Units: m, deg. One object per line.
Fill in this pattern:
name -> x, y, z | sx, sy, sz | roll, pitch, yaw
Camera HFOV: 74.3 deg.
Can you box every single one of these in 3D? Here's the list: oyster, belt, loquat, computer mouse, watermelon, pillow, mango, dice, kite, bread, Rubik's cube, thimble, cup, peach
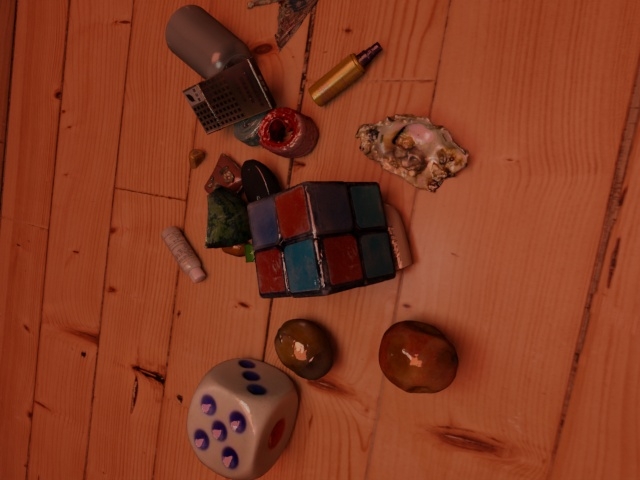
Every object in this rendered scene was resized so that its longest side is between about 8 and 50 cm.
oyster -> 0.281, -0.294, 1.306 | 0.355, 0.107, 0.201 | 30, 125, 12
belt -> -0.243, -0.432, 1.582 | 0.163, 0.082, 0.147 | -10, 76, 31
loquat -> -0.054, 0.371, 1.445 | 0.228, 0.179, 0.179 | 35, 107, 20
computer mouse -> -0.205, -0.172, 1.561 | 0.138, 0.086, 0.269 | -9, 102, 40
watermelon -> -0.338, -0.073, 1.504 | 0.180, 0.305, 0.224 | -38, 111, 9
pillow -> -0.377, -0.227, 1.659 | 0.171, 0.075, 0.179 | 43, 111, 20
mango -> -0.338, 0.026, 1.651 | 0.127, 0.063, 0.077 | 3, 100, 27
dice -> -0.275, 0.625, 1.511 | 0.305, 0.277, 0.303 | 16, 101, 26
kite -> -0.122, -0.897, 1.546 | 0.369, 0.014, 0.405 | 3, 92, 27
bread -> -0.516, -0.341, 1.752 | 0.062, 0.103, 0.049 | -34, 84, -20
Rubik's cube -> 0.000, 0.000, 1.291 | 0.314, 0.316, 0.317 | -13, 86, 47
thimble -> -0.113, -0.379, 1.489 | 0.190, 0.125, 0.162 | 4, 91, 28
cup -> -0.413, -0.718, 1.601 | 0.312, 0.206, 0.205 | 44, 110, 18
peach -> 0.296, 0.339, 1.235 | 0.236, 0.214, 0.213 | -2, 90, 50

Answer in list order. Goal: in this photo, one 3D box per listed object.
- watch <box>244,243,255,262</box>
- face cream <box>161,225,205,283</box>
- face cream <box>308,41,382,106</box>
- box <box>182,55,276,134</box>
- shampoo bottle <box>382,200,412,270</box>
watch -> -0.190, 0.048, 1.545 | 0.152, 0.166, 0.131 | -11, 87, 52
face cream -> -0.569, 0.063, 1.764 | 0.082, 0.082, 0.269 | -44, 71, 22
face cream -> 0.085, -0.558, 1.406 | 0.274, 0.078, 0.078 | -32, 76, 25
box -> -0.330, -0.510, 1.515 | 0.325, 0.047, 0.180 | -10, 120, 31
shampoo bottle -> 0.209, -0.028, 1.349 | 0.127, 0.078, 0.256 | -27, 79, 34
